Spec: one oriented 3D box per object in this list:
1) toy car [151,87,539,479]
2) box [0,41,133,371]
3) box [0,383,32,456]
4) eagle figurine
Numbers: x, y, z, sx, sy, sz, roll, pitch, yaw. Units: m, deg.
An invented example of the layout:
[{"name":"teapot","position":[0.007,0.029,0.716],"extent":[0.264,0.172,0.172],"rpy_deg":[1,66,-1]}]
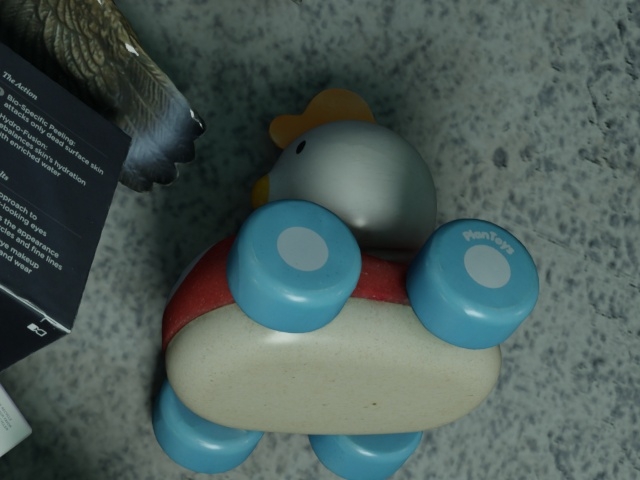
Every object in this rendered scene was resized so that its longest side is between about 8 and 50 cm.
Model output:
[{"name":"toy car","position":[0.000,0.000,0.985],"extent":[0.210,0.219,0.238],"rpy_deg":[6,54,-18]},{"name":"box","position":[-0.210,-0.030,0.891],"extent":[0.156,0.093,0.158],"rpy_deg":[37,44,-27]},{"name":"box","position":[-0.292,0.004,0.923],"extent":[0.067,0.063,0.324],"rpy_deg":[-37,98,-20]},{"name":"eagle figurine","position":[-0.147,-0.197,0.939],"extent":[0.226,0.298,0.225],"rpy_deg":[-18,56,10]}]
